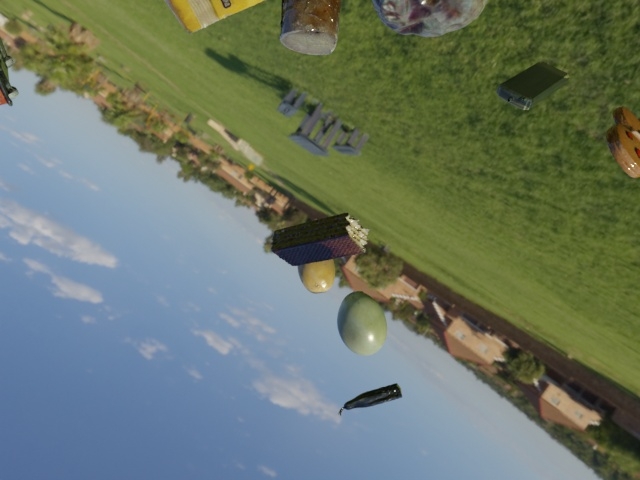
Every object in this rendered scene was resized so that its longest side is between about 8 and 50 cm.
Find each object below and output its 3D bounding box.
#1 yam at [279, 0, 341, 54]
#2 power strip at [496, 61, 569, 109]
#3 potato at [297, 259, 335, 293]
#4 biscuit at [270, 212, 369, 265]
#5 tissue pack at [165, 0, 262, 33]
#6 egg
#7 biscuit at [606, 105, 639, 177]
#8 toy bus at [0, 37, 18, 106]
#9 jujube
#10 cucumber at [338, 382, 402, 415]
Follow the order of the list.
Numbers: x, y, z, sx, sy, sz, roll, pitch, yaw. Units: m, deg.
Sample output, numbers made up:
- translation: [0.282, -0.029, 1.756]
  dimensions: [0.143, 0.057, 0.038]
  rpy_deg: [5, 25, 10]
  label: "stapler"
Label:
- translation: [-0.008, -0.308, 0.654]
  dimensions: [0.079, 0.141, 0.079]
  rpy_deg: [6, 180, 0]
  label: "yam"
- translation: [0.413, -0.302, 1.051]
  dimensions: [0.076, 0.169, 0.028]
  rpy_deg: [41, 147, 28]
  label: "power strip"
- translation: [-0.015, 0.066, 1.559]
  dimensions: [0.109, 0.178, 0.118]
  rpy_deg: [-15, 169, 33]
  label: "potato"
- translation: [0.000, 0.000, 1.396]
  dimensions: [0.252, 0.070, 0.106]
  rpy_deg: [-12, 148, 29]
  label: "biscuit"
- translation: [-0.230, -0.584, 0.852]
  dimensions: [0.382, 0.228, 0.293]
  rpy_deg: [66, 179, -69]
  label: "tissue pack"
- translation: [0.095, 0.192, 1.245]
  dimensions: [0.114, 0.114, 0.152]
  rpy_deg: [-150, 47, -81]
  label: "egg"
- translation: [0.543, -0.151, 0.891]
  dimensions: [0.250, 0.036, 0.165]
  rpy_deg: [-5, -110, -42]
  label: "biscuit"
- translation: [-0.529, -0.277, 0.838]
  dimensions: [0.079, 0.077, 0.174]
  rpy_deg: [90, 155, -48]
  label: "toy bus"
- translation: [0.214, -0.506, 0.980]
  dimensions: [0.226, 0.317, 0.226]
  rpy_deg: [14, 143, 10]
  label: "jujube"
- translation: [0.120, 0.391, 1.320]
  dimensions: [0.039, 0.163, 0.043]
  rpy_deg: [63, -168, -56]
  label: "cucumber"
